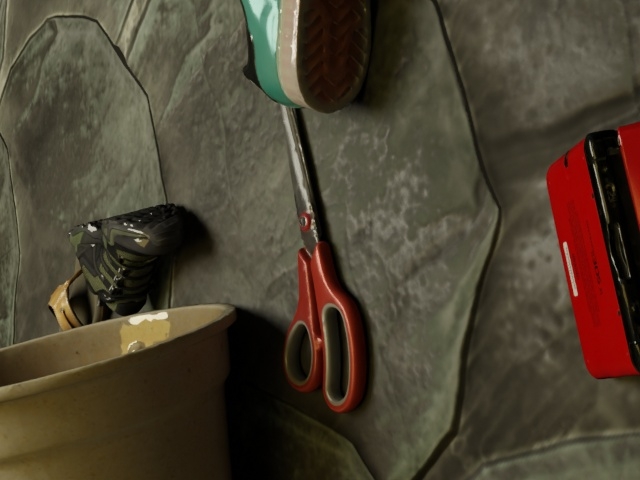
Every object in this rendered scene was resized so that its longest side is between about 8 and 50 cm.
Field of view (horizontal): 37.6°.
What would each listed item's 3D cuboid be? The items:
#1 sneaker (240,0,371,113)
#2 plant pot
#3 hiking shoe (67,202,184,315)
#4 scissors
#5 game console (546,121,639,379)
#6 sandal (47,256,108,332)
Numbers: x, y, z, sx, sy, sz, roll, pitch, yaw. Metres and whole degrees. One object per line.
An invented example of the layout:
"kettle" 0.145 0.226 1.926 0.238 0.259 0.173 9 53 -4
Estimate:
"sneaker" -0.020 -0.261 0.767 0.121 0.108 0.302 20 108 46
"plant pot" -0.208 0.248 0.896 0.334 0.333 0.305 -8 97 52
"hiking shoe" -0.207 0.025 1.054 0.227 0.086 0.114 -6 100 58
"scissors" 0.000 0.000 0.827 0.109 0.021 0.297 -2 89 54
"game console" 0.206 0.004 0.564 0.124 0.085 0.144 117 144 -77
"sandal" -0.322 0.097 1.205 0.090 0.060 0.219 51 129 38
